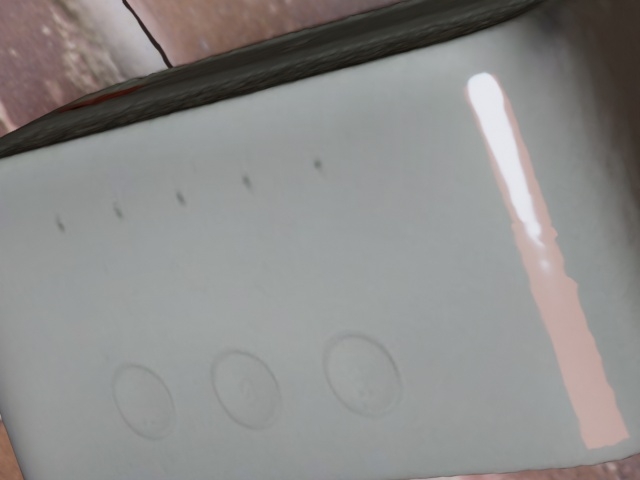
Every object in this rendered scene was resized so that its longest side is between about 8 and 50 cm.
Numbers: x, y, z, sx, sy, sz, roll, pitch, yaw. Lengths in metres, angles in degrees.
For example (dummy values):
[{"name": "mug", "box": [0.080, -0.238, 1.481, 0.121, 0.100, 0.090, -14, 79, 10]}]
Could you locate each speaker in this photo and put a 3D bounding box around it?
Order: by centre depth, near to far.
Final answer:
[{"name": "speaker", "box": [0.000, 0.000, 0.826, 0.406, 0.183, 0.184, -11, 108, 38]}]
